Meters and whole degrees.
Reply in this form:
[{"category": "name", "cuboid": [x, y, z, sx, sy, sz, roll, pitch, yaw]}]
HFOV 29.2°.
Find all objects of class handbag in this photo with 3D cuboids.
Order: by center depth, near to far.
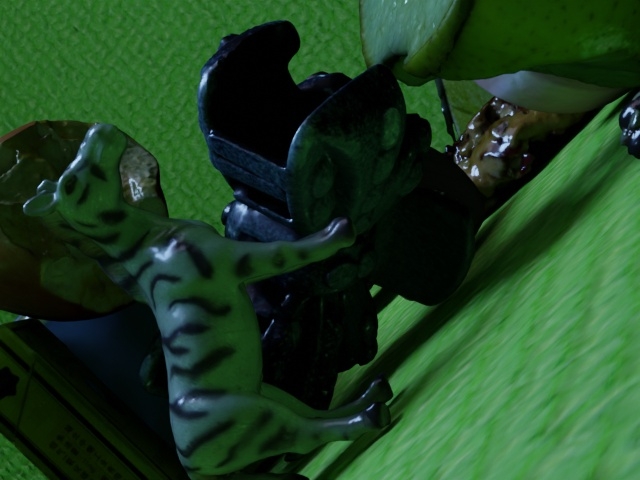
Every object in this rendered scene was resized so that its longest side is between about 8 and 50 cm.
[{"category": "handbag", "cuboid": [-0.158, 0.133, 1.104, 0.222, 0.241, 0.263, -46, -1, -20]}]

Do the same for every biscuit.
[{"category": "biscuit", "cuboid": [0.219, -0.132, 1.304, 0.334, 0.081, 0.289, -43, 0, -40]}]

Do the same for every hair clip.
[{"category": "hair clip", "cuboid": [-0.016, -0.004, 0.909, 0.206, 0.194, 0.310, -17, -50, -51]}]

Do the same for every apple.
[{"category": "apple", "cuboid": [-0.205, -0.014, 0.925, 0.158, 0.156, 0.147, -3, -11, -24]}]

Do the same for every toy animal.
[{"category": "toy animal", "cuboid": [-0.051, 0.032, 0.759, 0.170, 0.255, 0.090, -31, -7, 7]}]

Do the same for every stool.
[{"category": "stool", "cuboid": [0.055, -0.026, 1.094, 0.217, 0.125, 0.121, 6, -48, -40]}]

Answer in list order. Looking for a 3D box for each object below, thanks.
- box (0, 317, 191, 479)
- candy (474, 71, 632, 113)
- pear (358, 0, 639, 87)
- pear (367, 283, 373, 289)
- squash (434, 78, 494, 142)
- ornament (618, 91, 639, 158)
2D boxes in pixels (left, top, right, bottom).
[{"category": "box", "cuboid": [-0.163, 0.152, 0.903, 0.064, 0.220, 0.141, -48, 0, -3]}, {"category": "candy", "cuboid": [0.203, -0.239, 1.068, 0.255, 0.255, 0.094, -45, 0, -23]}, {"category": "pear", "cuboid": [0.172, -0.185, 0.874, 0.292, 0.292, 0.159, -48, -39, -80]}, {"category": "pear", "cuboid": [0.001, 0.000, 1.425, 0.267, 0.178, 0.267, -56, -8, -12]}, {"category": "squash", "cuboid": [0.186, -0.271, 1.722, 0.210, 0.309, 0.233, -45, 1, 19]}, {"category": "ornament", "cuboid": [0.217, -0.125, 0.686, 0.203, 0.081, 0.088, -46, 0, -29]}]
